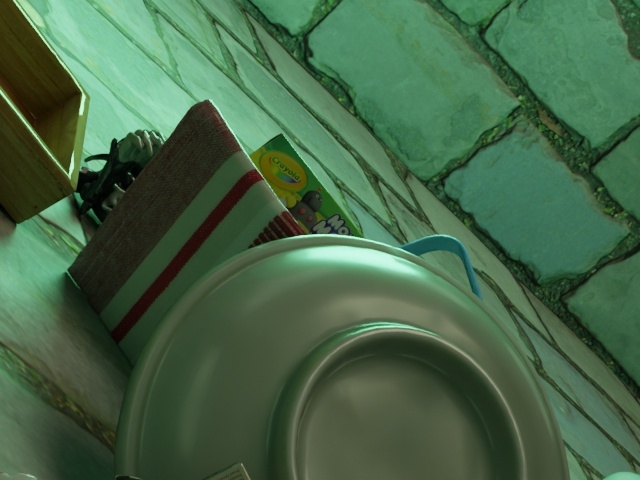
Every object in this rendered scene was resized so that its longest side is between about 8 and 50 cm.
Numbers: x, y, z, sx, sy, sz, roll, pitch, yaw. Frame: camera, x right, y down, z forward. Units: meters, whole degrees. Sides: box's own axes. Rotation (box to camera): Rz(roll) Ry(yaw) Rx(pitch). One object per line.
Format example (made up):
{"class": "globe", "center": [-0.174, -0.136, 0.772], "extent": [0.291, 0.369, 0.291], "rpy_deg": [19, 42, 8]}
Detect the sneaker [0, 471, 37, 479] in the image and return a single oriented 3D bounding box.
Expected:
{"class": "sneaker", "center": [-0.142, 0.259, 1.172], "extent": [0.252, 0.103, 0.111], "rpy_deg": [43, 16, -4]}

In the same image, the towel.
{"class": "towel", "center": [-0.071, 0.074, 1.695], "extent": [0.037, 0.237, 0.329], "rpy_deg": [-13, 61, -50]}

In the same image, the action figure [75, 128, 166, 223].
{"class": "action figure", "center": [-0.156, -0.026, 1.929], "extent": [0.164, 0.141, 0.275], "rpy_deg": [26, 25, -38]}

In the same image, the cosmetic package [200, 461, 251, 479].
{"class": "cosmetic package", "center": [-0.056, 0.218, 1.362], "extent": [0.115, 0.060, 0.041], "rpy_deg": [61, -9, 2]}

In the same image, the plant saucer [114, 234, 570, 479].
{"class": "plant saucer", "center": [0.045, 0.178, 1.482], "extent": [0.400, 0.400, 0.100], "rpy_deg": [49, -31, -8]}

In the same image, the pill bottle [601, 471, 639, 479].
{"class": "pill bottle", "center": [0.265, 0.342, 1.781], "extent": [0.204, 0.361, 0.204], "rpy_deg": [48, 11, -13]}

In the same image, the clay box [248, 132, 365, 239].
{"class": "clay box", "center": [0.000, 0.000, 1.721], "extent": [0.222, 0.053, 0.127], "rpy_deg": [53, -8, 21]}

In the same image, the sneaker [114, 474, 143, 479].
{"class": "sneaker", "center": [-0.093, 0.290, 1.312], "extent": [0.279, 0.107, 0.118], "rpy_deg": [59, -5, 25]}

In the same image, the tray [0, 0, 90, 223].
{"class": "tray", "center": [-0.360, -0.226, 1.760], "extent": [0.411, 0.076, 0.203], "rpy_deg": [55, 14, -26]}

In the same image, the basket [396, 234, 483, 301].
{"class": "basket", "center": [0.066, 0.141, 1.924], "extent": [0.201, 0.255, 0.289], "rpy_deg": [75, -7, -53]}
